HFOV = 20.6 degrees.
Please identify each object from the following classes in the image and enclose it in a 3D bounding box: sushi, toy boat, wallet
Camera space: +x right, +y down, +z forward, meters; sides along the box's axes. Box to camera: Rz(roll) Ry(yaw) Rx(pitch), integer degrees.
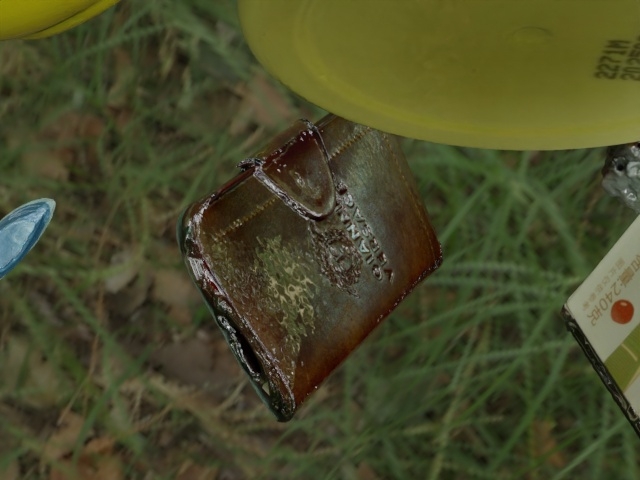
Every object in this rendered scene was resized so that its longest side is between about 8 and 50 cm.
[{"bbox_3d":[0.239,-0.065,1.164,0.098,0.094,0.084,22,48,-12],"label":"sushi"},{"bbox_3d":[-0.261,0.014,1.393,0.034,0.149,0.105,48,59,-7],"label":"toy boat"},{"bbox_3d":[0.000,0.000,1.058,0.137,0.031,0.255,64,30,-9],"label":"wallet"}]

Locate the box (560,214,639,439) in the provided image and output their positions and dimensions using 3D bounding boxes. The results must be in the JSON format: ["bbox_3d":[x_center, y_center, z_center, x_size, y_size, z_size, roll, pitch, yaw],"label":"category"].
[{"bbox_3d":[0.394,0.039,1.275,0.122,0.385,0.344,17,31,-37],"label":"box"}]

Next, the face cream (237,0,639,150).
[{"bbox_3d":[0.080,-0.155,0.666,0.218,0.218,0.179,8,70,-15],"label":"face cream"}]

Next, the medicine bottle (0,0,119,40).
[{"bbox_3d":[-0.141,-0.166,0.377,0.309,0.111,0.076,45,24,-33],"label":"medicine bottle"}]
